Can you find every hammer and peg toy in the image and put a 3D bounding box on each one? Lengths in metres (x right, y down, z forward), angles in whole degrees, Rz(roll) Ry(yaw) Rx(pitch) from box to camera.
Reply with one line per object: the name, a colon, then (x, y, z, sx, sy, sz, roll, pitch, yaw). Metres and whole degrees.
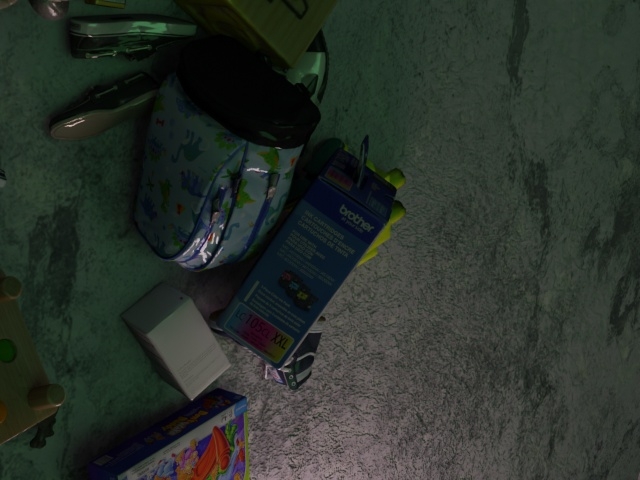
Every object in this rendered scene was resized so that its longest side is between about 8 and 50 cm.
hammer and peg toy: (-0.557, 0.146, 1.380, 0.266, 0.127, 0.361, -30, 101, -55)

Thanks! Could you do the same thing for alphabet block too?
alphabet block: (-0.104, -0.435, 1.593, 0.193, 0.192, 0.197, 39, 79, -38)

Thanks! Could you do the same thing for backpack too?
backpack: (-0.177, -0.118, 1.577, 0.273, 0.290, 0.355, -25, 144, -31)

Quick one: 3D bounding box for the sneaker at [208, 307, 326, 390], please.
sneaker: (-0.110, 0.218, 1.852, 0.282, 0.099, 0.153, 6, 98, -44)

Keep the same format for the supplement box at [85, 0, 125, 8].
supplement box: (-0.343, -0.419, 1.494, 0.055, 0.043, 0.083, 0, 104, -38)

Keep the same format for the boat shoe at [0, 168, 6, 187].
boat shoe: (-0.538, -0.154, 1.401, 0.183, 0.065, 0.083, 37, 81, -39)

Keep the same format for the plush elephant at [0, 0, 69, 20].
plush elephant: (-0.423, -0.441, 1.294, 0.256, 0.330, 0.271, 6, 89, -3)

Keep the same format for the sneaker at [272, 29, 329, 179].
sneaker: (-0.079, -0.270, 1.708, 0.146, 0.122, 0.330, -5, 106, -41)

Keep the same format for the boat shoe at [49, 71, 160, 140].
boat shoe: (-0.361, -0.226, 1.544, 0.206, 0.075, 0.065, -25, 75, -26)

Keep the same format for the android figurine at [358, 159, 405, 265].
android figurine: (0.070, -0.041, 1.915, 0.273, 0.056, 0.248, -33, 137, -29)

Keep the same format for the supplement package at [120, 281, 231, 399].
supplement package: (-0.264, 0.184, 1.708, 0.105, 0.105, 0.179, -40, 126, -22)

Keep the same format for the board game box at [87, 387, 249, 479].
board game box: (-0.271, 0.453, 1.740, 0.347, 0.078, 0.233, -25, 120, -52)

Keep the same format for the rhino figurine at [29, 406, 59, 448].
rhino figurine: (-0.543, 0.288, 1.532, 0.243, 0.073, 0.106, 5, 105, -39)

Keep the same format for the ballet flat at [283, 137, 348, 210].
ballet flat: (-0.024, -0.110, 1.841, 0.231, 0.077, 0.077, -43, 140, -23)

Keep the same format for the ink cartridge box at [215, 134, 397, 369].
ink cartridge box: (0.000, 0.000, 1.666, 0.151, 0.270, 0.395, 36, 107, -3)

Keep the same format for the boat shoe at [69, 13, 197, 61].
boat shoe: (-0.309, -0.334, 1.534, 0.219, 0.078, 0.070, -9, 118, -32)
